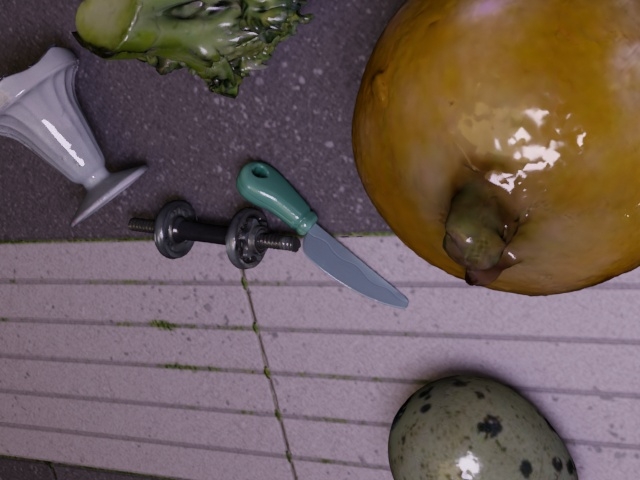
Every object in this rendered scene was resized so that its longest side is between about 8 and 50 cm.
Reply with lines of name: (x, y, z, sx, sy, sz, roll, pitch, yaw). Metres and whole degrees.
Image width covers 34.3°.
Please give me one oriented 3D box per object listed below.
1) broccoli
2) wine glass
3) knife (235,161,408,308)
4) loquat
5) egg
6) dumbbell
broccoli: (-0.160, -0.268, 1.103, 0.288, 0.245, 0.248, -38, 81, 33)
wine glass: (-0.332, -0.128, 1.334, 0.165, 0.165, 0.196, -30, 98, 38)
knife: (-0.001, 0.000, 1.247, 0.260, 0.063, 0.034, 42, 132, 7)
loquat: (0.178, -0.091, 0.918, 0.328, 0.359, 0.328, 16, 131, 20)
egg: (0.187, 0.252, 1.184, 0.228, 0.177, 0.177, 28, 125, 0)
dumbbell: (-0.139, -0.008, 1.316, 0.254, 0.081, 0.082, 7, 115, 28)
